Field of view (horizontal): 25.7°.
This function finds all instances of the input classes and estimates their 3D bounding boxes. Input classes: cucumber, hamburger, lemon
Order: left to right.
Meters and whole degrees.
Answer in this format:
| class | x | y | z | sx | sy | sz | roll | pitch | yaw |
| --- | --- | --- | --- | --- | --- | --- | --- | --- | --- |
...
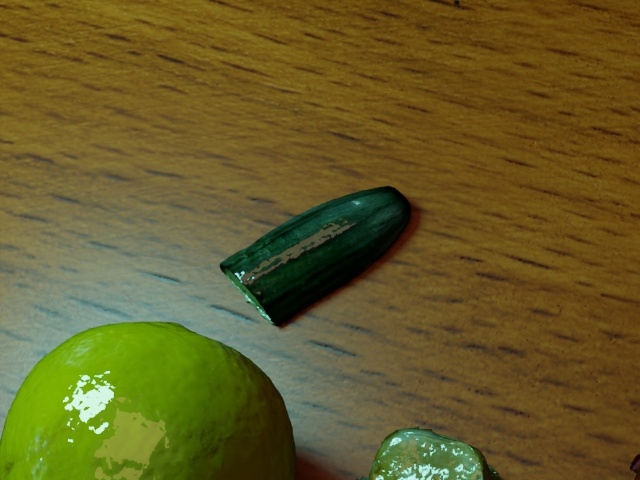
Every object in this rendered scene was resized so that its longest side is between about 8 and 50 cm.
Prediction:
| class | x | y | z | sx | sy | sz | roll | pitch | yaw |
| --- | --- | --- | --- | --- | --- | --- | --- | --- | --- |
| lemon | -0.186 | 0.252 | 1.501 | 0.347 | 0.348 | 0.348 | -5 | 62 | 10 |
| cucumber | 0.000 | 0.000 | 1.743 | 0.243 | 0.063 | 0.115 | -32 | 62 | -7 |
| hamburger | 0.120 | 0.289 | 1.531 | 0.184 | 0.131 | 0.159 | 12 | 75 | 25 |

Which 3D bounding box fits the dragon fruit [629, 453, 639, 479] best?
| class | x | y | z | sx | sy | sz | roll | pitch | yaw |
| --- | --- | --- | --- | --- | --- | --- | --- | --- | --- |
| dragon fruit | 0.403 | 0.297 | 1.377 | 0.243 | 0.228 | 0.307 | 30 | 45 | 26 |
